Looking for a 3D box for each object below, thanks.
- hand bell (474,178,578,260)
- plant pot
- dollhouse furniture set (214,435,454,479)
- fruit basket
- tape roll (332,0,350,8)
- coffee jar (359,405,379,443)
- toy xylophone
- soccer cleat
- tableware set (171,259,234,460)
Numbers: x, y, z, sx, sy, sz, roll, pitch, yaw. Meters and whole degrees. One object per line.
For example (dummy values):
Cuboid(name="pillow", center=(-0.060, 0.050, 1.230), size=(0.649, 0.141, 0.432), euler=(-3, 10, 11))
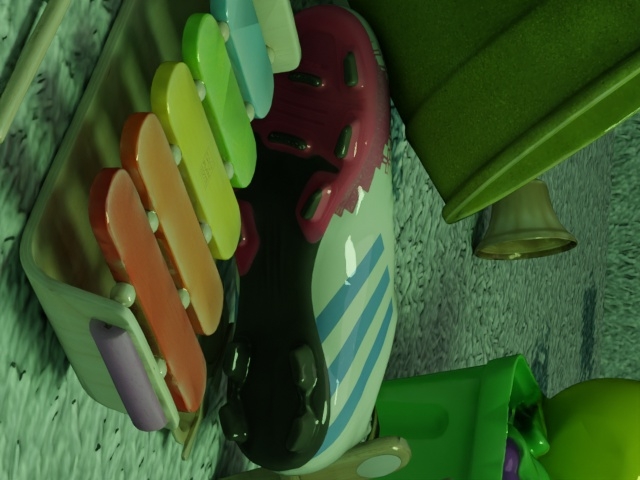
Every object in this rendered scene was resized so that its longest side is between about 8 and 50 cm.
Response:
Cuboid(name="hand bell", center=(0.238, -0.105, 2.203), size=(0.126, 0.126, 0.242), euler=(34, 50, -71))
Cuboid(name="plant pot", center=(0.143, -0.257, 1.277), size=(0.353, 0.366, 0.366), euler=(56, 17, 5))
Cuboid(name="dollhouse furniture set", center=(0.063, 0.368, 1.341), size=(0.303, 0.174, 0.355), euler=(69, 6, -55))
Cuboid(name="fruit basket", center=(0.224, 0.259, 1.748), size=(0.392, 0.392, 0.282), euler=(58, 39, -64))
Cuboid(name="tape roll", center=(0.153, -0.239, 1.502), size=(0.100, 0.286, 0.286), euler=(-47, 139, -65))
Cuboid(name="coffee jar", center=(-0.004, 0.130, 1.438), size=(0.184, 0.079, 0.096), euler=(72, 28, -53))
Cuboid(name="toy xylophone", center=(-0.100, -0.058, 1.059), size=(0.236, 0.081, 0.322), euler=(68, 31, -56))
Cuboid(name="soccer cleat", center=(0.000, 0.000, 1.275), size=(0.143, 0.116, 0.331), euler=(-4, 103, -61))
Cuboid(name="tableware set", center=(-0.089, 0.056, 1.236), size=(0.141, 0.020, 0.168), euler=(-66, 155, -48))
